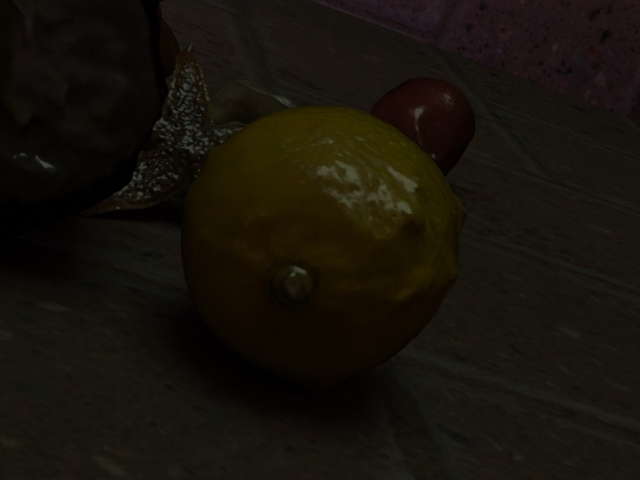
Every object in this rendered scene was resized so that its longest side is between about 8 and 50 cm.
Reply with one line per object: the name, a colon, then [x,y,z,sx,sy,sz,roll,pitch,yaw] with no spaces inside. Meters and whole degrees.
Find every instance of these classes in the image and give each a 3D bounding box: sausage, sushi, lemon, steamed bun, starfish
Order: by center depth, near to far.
lemon: [0.000,0.000,1.254,0.233,0.233,0.288,24,14,7]
sushi: [-0.275,-0.165,1.290,0.281,0.299,0.294,3,17,-12]
starfish: [-0.147,-0.077,1.504,0.231,0.048,0.295,-8,62,-29]
steamed bun: [-0.044,-0.080,1.641,0.172,0.140,0.155,30,4,17]
sausage: [0.133,-0.149,2.049,0.148,0.148,0.254,26,17,12]

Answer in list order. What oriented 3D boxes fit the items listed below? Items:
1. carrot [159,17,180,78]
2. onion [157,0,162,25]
carrot: [-0.285,-0.269,1.916,0.225,0.159,0.159,25,14,-25]
onion: [-0.337,-0.200,1.601,0.349,0.159,0.267,-10,21,-29]
